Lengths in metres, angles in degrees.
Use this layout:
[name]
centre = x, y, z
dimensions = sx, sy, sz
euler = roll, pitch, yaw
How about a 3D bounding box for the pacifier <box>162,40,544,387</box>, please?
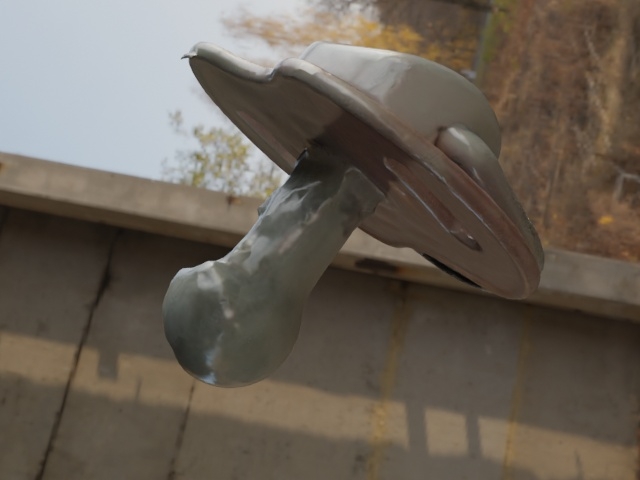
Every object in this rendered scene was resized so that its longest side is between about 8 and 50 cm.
[pacifier]
centre = 0.008, -0.033, 0.680
dimensions = 0.332, 0.273, 0.220
euler = 26, 130, 58
